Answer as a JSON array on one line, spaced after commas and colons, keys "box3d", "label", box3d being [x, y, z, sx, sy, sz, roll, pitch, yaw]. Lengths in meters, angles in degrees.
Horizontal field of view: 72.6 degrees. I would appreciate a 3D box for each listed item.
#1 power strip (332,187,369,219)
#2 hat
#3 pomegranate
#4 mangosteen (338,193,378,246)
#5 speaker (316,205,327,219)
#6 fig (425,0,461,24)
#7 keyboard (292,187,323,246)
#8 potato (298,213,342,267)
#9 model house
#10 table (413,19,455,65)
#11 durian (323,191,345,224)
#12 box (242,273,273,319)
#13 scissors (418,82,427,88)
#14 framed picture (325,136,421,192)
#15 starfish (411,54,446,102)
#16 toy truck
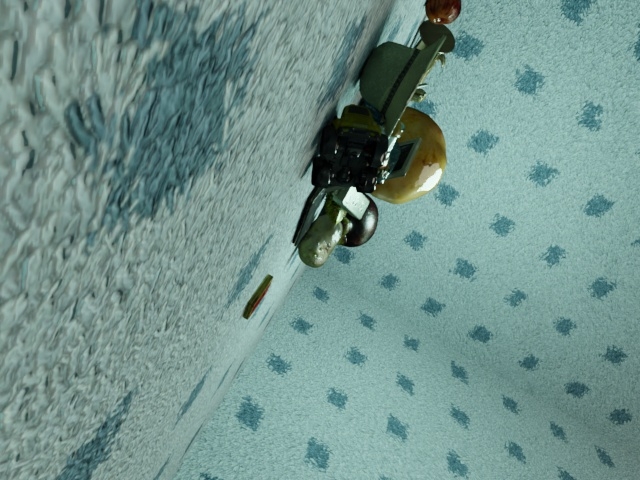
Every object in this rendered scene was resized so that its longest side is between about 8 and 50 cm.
[{"box3d": [0.114, -0.165, 1.696, 0.093, 0.053, 0.288, -61, 154, 0], "label": "power strip"}, {"box3d": [0.162, -0.371, 0.989, 0.257, 0.130, 0.257, -59, 178, -3], "label": "hat"}, {"box3d": [0.333, -0.344, 1.828, 0.412, 0.411, 0.411, -60, 178, -4], "label": "pomegranate"}, {"box3d": [0.156, -0.118, 2.345, 0.330, 0.329, 0.330, -60, 178, -4], "label": "mangosteen"}, {"box3d": [0.024, -0.132, 2.089, 0.218, 0.044, 0.082, -62, 178, 26], "label": "speaker"}, {"box3d": [0.426, -0.814, 1.500, 0.128, 0.128, 0.151, 116, -1, -62], "label": "fig"}, {"box3d": [-0.040, -0.086, 1.451, 0.106, 0.027, 0.317, -55, 175, -30], "label": "keyboard"}, {"box3d": [0.000, 0.000, 1.921, 0.263, 0.164, 0.165, -55, 176, -26], "label": "potato"}, {"box3d": [0.188, -0.360, 1.311, 0.253, 0.184, 0.291, -53, 169, -49], "label": "model house"}, {"box3d": [0.442, -0.797, 1.875, 0.167, 0.167, 0.226, -59, -173, -26], "label": "table"}, {"box3d": [0.067, -0.187, 1.790, 0.221, 0.095, 0.137, -63, -147, 6], "label": "durian"}, {"box3d": [-0.195, 0.176, 1.362, 0.133, 0.023, 0.090, -58, 179, -45], "label": "box"}, {"box3d": [0.345, -0.594, 1.709, 0.175, 0.022, 0.085, -19, 174, -18], "label": "scissors"}, {"box3d": [0.177, -0.262, 1.525, 0.323, 0.020, 0.241, -7, -145, 35], "label": "framed picture"}, {"box3d": [0.420, -0.693, 2.059, 0.323, 0.082, 0.433, -2, -127, 54], "label": "starfish"}, {"box3d": [0.064, -0.214, 0.976, 0.224, 0.147, 0.166, 109, -13, -66], "label": "toy truck"}]
